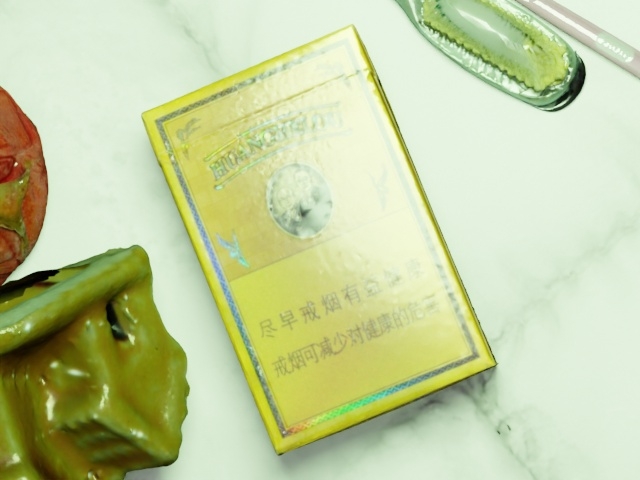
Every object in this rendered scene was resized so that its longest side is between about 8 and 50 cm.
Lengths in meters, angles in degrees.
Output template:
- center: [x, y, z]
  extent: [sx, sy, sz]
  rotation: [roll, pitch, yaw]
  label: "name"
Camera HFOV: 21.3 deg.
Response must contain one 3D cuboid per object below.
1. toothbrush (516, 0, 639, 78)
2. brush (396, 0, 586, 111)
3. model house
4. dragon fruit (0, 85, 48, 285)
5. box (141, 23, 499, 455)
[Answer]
- center: [0.176, -0.201, 1.420]
  extent: [0.286, 0.025, 0.020]
  rotation: [32, 89, 6]
  label: "toothbrush"
- center: [0.088, -0.202, 1.410]
  extent: [0.297, 0.060, 0.068]
  rotation: [32, 92, 6]
  label: "brush"
- center: [-0.230, 0.156, 1.360]
  extent: [0.268, 0.173, 0.239]
  rotation: [-20, 101, 3]
  label: "model house"
- center: [-0.343, -0.048, 1.397]
  extent: [0.218, 0.148, 0.223]
  rotation: [30, 90, 5]
  label: "dragon fruit"
- center: [0.000, 0.000, 1.393]
  extent: [0.193, 0.084, 0.301]
  rotation: [-23, 85, 3]
  label: "box"
